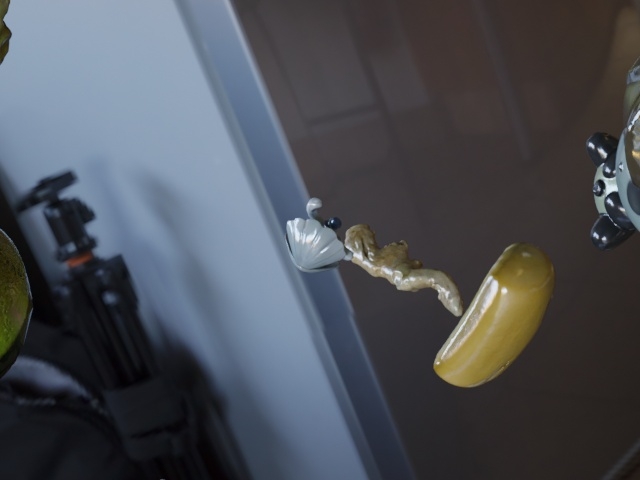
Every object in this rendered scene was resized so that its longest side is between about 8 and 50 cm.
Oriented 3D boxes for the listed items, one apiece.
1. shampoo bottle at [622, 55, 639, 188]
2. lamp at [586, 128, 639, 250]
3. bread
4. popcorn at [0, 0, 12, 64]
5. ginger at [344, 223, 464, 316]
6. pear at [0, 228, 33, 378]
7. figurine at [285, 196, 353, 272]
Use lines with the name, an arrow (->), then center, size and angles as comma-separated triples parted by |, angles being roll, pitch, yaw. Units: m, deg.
shampoo bottle -> 0.302, -0.126, 0.932 | 0.126, 0.084, 0.350 | -12, 15, 27
lamp -> 0.420, -0.078, 1.398 | 0.198, 0.197, 0.244 | -32, 5, -27
bread -> 0.240, 0.107, 1.575 | 0.098, 0.217, 0.147 | 34, 36, 13
popcorn -> -0.449, -0.190, 1.168 | 0.225, 0.173, 0.286 | 5, 51, 26
ginger -> 0.135, 0.043, 1.921 | 0.089, 0.075, 0.288 | -32, 38, -26
pear -> -0.617, 0.053, 1.664 | 0.399, 0.165, 0.398 | 3, 54, -5
figurine -> 0.000, 0.000, 1.509 | 0.086, 0.094, 0.082 | -62, -3, 35
